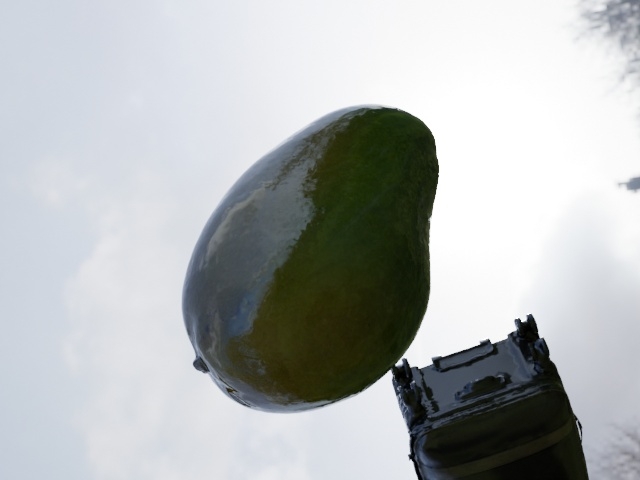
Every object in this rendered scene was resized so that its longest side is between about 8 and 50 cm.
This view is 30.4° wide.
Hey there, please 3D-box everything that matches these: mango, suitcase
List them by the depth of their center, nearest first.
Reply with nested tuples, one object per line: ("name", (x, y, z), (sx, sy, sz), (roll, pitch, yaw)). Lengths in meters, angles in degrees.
("mango", (0.000, 0.000, 0.771), (0.114, 0.156, 0.251), (61, -143, -46))
("suitcase", (0.290, 0.348, 1.896), (0.194, 0.283, 0.434), (-108, -1, -54))
